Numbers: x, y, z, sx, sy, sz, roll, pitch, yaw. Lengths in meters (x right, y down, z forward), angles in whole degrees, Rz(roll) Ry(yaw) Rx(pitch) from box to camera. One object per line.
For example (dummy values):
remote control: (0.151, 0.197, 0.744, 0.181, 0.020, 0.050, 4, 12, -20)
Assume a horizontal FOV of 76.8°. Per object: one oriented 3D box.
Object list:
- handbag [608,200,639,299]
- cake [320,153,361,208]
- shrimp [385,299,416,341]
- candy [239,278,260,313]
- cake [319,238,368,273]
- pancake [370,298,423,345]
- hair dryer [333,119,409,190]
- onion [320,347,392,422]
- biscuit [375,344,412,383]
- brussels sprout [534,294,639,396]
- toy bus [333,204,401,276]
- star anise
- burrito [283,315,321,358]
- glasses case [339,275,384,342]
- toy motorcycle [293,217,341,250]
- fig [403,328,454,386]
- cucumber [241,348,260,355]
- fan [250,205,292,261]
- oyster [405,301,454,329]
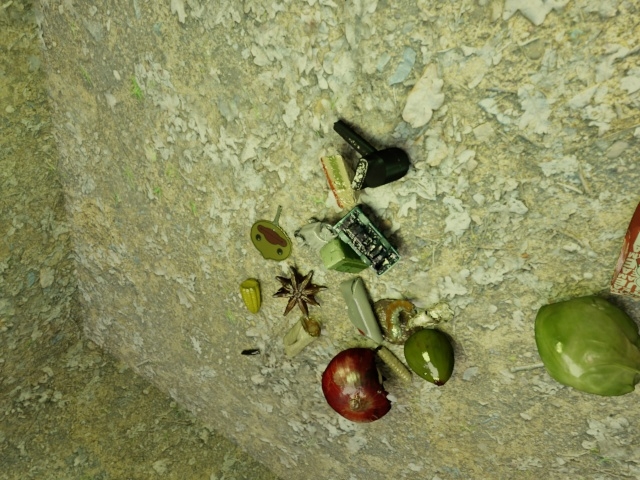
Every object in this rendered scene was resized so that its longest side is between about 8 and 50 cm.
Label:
handbag: (0.933, 0.054, 1.129, 0.170, 0.151, 0.299, 16, 133, 27)
cake: (0.083, -0.234, 1.450, 0.086, 0.117, 0.221, -6, 126, 27)
shrimp: (0.332, 0.319, 1.634, 0.166, 0.049, 0.161, -27, 66, 46)
candy: (-0.353, 0.296, 2.068, 0.106, 0.094, 0.199, 34, 139, 44)
cake: (0.114, 0.093, 1.581, 0.100, 0.099, 0.235, -37, 131, 26)
pancake: (0.319, 0.350, 1.744, 0.249, 0.031, 0.250, 14, 122, 23)
hair dryer: (0.122, -0.295, 1.335, 0.302, 0.244, 0.116, 44, 126, 19)
onion: (0.159, 0.653, 1.849, 0.340, 0.341, 0.342, 15, 125, 22)
biscuit: (0.337, 0.565, 1.855, 0.055, 0.061, 0.219, -43, 92, -1)
brussels sprout: (0.828, 0.321, 1.264, 0.328, 0.328, 0.247, 41, 164, 1)
toy bus: (0.178, -0.002, 1.528, 0.128, 0.147, 0.256, -42, 94, 12)
star anise: (-0.098, 0.238, 1.884, 0.271, 0.102, 0.273, 2, 102, 9)
burrito: (-0.091, 0.474, 2.005, 0.104, 0.144, 0.299, 16, 139, -20)
glasses case: (0.169, 0.311, 1.753, 0.128, 0.083, 0.309, -14, 102, 48)
toy motorcycle: (0.000, 0.000, 1.649, 0.171, 0.110, 0.260, 48, 146, -20)
fig: (0.443, 0.479, 1.632, 0.202, 0.225, 0.203, 1, 125, 1)
cucumber: (-0.411, 0.659, 2.371, 0.134, 0.034, 0.033, -12, 107, 35)
fan: (-0.217, -0.026, 1.839, 0.229, 0.011, 0.335, 31, 132, 10)
oyster: (0.436, 0.299, 1.626, 0.199, 0.061, 0.106, -8, 97, 20)
